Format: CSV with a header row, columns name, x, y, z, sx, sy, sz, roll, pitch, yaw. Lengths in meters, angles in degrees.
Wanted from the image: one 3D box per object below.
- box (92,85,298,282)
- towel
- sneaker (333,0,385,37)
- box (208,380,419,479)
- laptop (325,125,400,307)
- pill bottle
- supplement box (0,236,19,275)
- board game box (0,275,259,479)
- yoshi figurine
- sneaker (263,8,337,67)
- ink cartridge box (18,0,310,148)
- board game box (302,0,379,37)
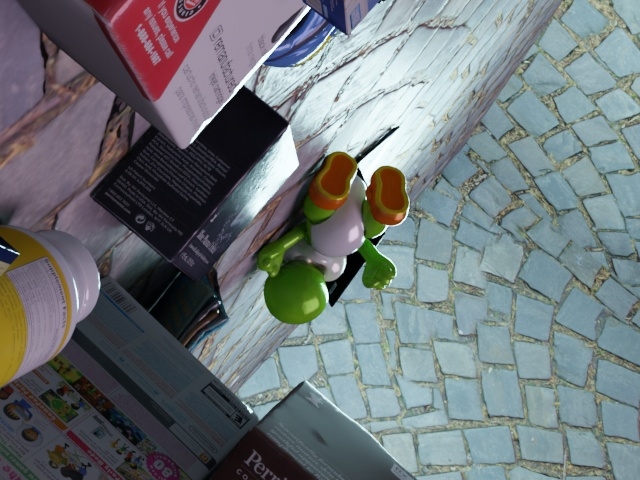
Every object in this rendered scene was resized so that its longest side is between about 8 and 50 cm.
name,x,y,z,sx,sy,sz,roll,pitch,yaw
box,-0.106,-0.055,0.943,0.158,0.093,0.156,-50,173,-6
towel,-0.239,0.188,1.236,0.370,0.040,0.271,-52,-166,2
sneaker,0.044,-0.240,0.973,0.063,0.075,0.170,-45,171,-36
box,-0.034,0.274,0.969,0.203,0.168,0.167,-53,172,15
laptop,0.083,-0.049,1.955,0.264,0.136,0.234,-42,170,-46
pill bottle,-0.225,0.047,0.685,0.103,0.103,0.184,-53,173,22
supplement box,-0.227,0.009,0.559,0.083,0.083,0.056,-50,172,-6
board game box,-0.215,0.177,0.946,0.097,0.224,0.303,-51,173,23
yoshi figurine,0.004,0.025,1.724,0.203,0.203,0.362,-26,163,-33
sneaker,0.011,-0.230,0.855,0.209,0.069,0.082,-51,169,12
ink cartridge box,-0.034,-0.203,0.525,0.273,0.114,0.197,-50,172,-7
board game box,0.039,-0.187,0.460,0.136,0.035,0.201,-50,170,-6
